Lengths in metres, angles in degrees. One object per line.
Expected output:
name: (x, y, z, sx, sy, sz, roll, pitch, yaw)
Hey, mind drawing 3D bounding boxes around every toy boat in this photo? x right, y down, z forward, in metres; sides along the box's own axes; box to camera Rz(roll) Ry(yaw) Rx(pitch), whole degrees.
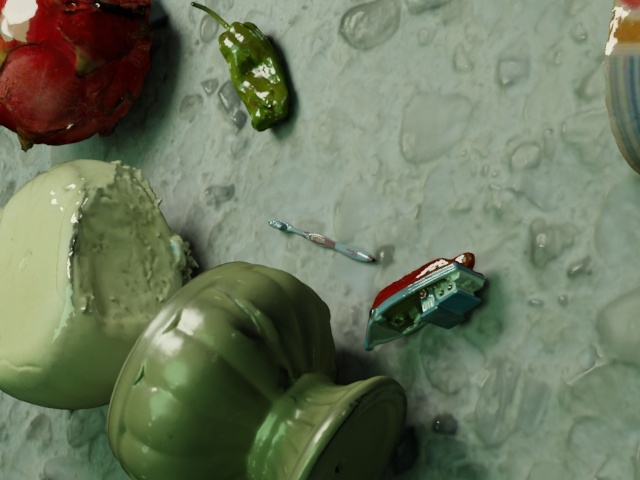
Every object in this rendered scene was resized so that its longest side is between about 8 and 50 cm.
toy boat: (0.110, 0.075, 1.432, 0.173, 0.069, 0.058, -32, 50, 35)

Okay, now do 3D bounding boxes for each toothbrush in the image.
toothbrush: (0.000, 0.000, 1.605, 0.193, 0.019, 0.013, 20, 96, 45)

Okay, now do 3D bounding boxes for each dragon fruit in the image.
dragon fruit: (-0.383, -0.290, 1.886, 0.295, 0.296, 0.301, 61, 143, 35)

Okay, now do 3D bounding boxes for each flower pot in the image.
flower pot: (-0.057, 0.198, 1.439, 0.244, 0.307, 0.307, 30, 105, 27)

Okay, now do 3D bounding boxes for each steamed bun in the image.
steamed bun: (-0.323, 0.071, 1.780, 0.312, 0.233, 0.333, -11, 65, 47)

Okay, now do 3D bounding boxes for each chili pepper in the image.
chili pepper: (-0.093, -0.242, 1.718, 0.072, 0.073, 0.204, -29, 71, 19)

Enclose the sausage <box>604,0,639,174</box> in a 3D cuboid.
sausage: (0.408, -0.148, 1.047, 0.287, 0.233, 0.233, 6, 86, 48)
